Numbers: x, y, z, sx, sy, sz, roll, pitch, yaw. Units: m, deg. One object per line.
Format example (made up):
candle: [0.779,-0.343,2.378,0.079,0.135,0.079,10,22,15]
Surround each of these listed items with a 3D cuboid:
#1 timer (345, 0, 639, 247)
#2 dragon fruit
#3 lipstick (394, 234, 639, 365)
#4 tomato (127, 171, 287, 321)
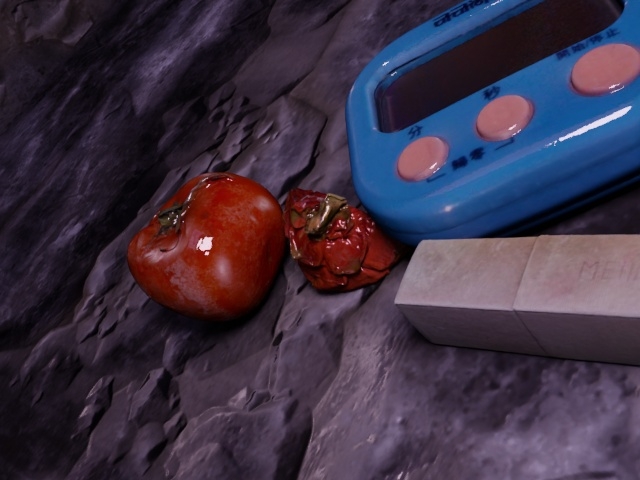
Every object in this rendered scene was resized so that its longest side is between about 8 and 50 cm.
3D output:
timer: [0.191,-0.143,0.817,0.340,0.115,0.309,-25,40,18]
dragon fruit: [0.000,0.000,0.873,0.162,0.106,0.083,16,66,48]
lipstick: [0.230,0.046,0.623,0.371,0.080,0.076,-1,54,45]
tomato: [-0.127,0.009,0.947,0.187,0.151,0.187,-28,43,29]
